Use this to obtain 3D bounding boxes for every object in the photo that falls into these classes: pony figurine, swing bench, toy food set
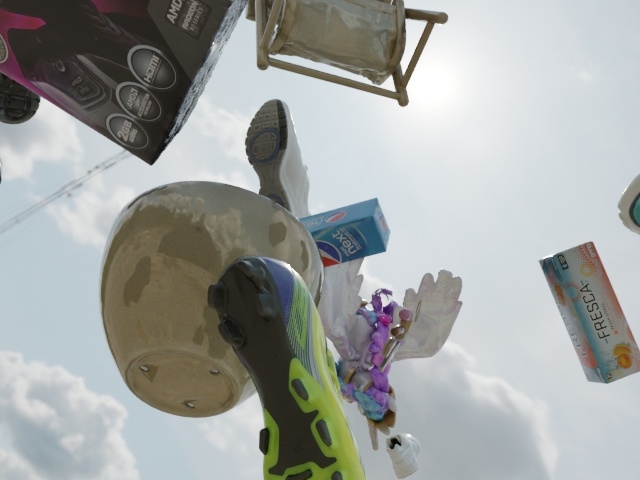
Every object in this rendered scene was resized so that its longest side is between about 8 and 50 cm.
[{"bbox_3d":[0.085,0.197,1.279,0.303,0.350,0.363,15,-5,-19],"label":"pony figurine"},{"bbox_3d":[0.026,-0.365,1.024,0.253,0.254,0.165,10,-55,-21],"label":"swing bench"},{"bbox_3d":[0.124,0.147,1.041,0.019,0.122,0.078,27,-40,21],"label":"toy food set"}]

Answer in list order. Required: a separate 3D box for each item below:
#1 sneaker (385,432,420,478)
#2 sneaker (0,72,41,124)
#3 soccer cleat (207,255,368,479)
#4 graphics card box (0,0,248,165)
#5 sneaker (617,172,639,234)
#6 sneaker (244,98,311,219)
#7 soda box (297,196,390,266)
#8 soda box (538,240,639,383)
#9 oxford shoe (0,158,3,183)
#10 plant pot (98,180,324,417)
[{"bbox_3d":[0.149,0.377,1.185,0.054,0.152,0.061,-30,-91,7],"label":"sneaker"},{"bbox_3d":[-0.475,-0.312,1.017,0.267,0.101,0.106,-50,-126,31],"label":"sneaker"},{"bbox_3d":[-0.008,0.139,0.568,0.093,0.121,0.289,-36,-119,24],"label":"soccer cleat"},{"bbox_3d":[-0.245,-0.242,0.514,0.371,0.094,0.233,32,-37,-12],"label":"graphics card box"},{"bbox_3d":[0.627,-0.123,1.106,0.107,0.275,0.110,31,-5,-22],"label":"sneaker"},{"bbox_3d":[-0.084,-0.160,1.420,0.111,0.129,0.297,4,-76,30],"label":"sneaker"},{"bbox_3d":[0.000,0.000,1.029,0.210,0.071,0.067,-15,-66,19],"label":"soda box"},{"bbox_3d":[0.365,0.098,0.874,0.058,0.063,0.183,97,-26,-80],"label":"soda box"},{"bbox_3d":[-0.416,-0.005,0.643,0.227,0.083,0.096,-28,-119,18],"label":"oxford shoe"},{"bbox_3d":[-0.143,0.097,0.780,0.284,0.191,0.284,3,-48,3],"label":"plant pot"}]
